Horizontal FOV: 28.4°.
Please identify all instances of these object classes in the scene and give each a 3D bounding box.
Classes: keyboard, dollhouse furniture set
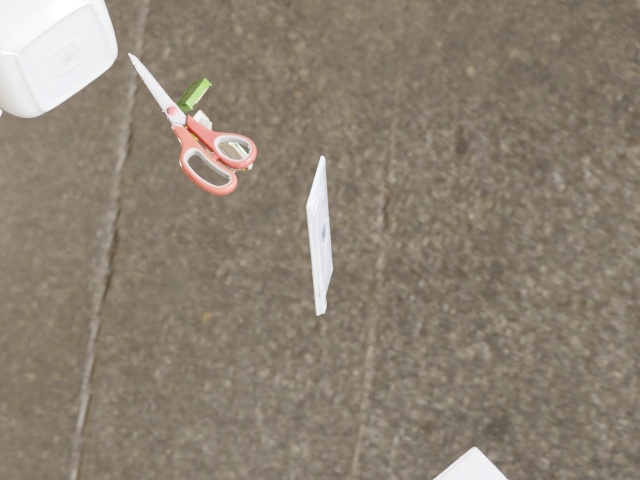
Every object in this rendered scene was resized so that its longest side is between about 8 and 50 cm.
[{"bbox_3d":[0.000,0.000,1.506,0.014,0.256,0.072,6,59,6],"label":"keyboard"},{"bbox_3d":[-0.161,-0.177,1.988,0.076,0.152,0.059,-10,38,50],"label":"dollhouse furniture set"}]

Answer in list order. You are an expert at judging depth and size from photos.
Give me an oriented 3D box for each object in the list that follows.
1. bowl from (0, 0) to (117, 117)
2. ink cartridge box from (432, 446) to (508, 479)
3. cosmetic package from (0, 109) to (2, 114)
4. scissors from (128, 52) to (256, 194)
[{"bbox_3d":[-0.258,-0.188,1.217,0.142,0.142,0.053,-38,59,-18],"label":"bowl"},{"bbox_3d":[0.162,0.398,1.509,0.168,0.233,0.171,-35,67,-25],"label":"ink cartridge box"},{"bbox_3d":[-0.692,-0.080,1.789,0.453,0.230,0.161,-56,34,-8],"label":"cosmetic package"},{"bbox_3d":[-0.222,-0.178,1.922,0.297,0.021,0.109,38,70,18],"label":"scissors"}]
